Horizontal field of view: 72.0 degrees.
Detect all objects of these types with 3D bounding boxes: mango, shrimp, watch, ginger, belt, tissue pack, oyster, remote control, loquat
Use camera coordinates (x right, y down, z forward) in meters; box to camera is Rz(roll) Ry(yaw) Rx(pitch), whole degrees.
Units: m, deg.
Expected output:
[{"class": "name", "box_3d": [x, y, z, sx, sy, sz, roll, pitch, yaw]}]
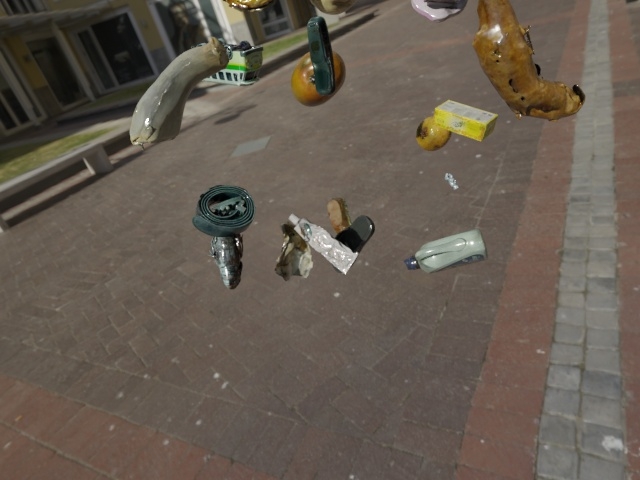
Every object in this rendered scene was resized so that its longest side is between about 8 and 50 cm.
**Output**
[{"class": "mango", "box_3d": [-0.012, -0.599, 1.641, 0.211, 0.173, 0.317, -46, 10, 4]}, {"class": "shrimp", "box_3d": [-0.420, 0.029, 1.901, 0.172, 0.372, 0.137, -9, -10, 5]}, {"class": "watch", "box_3d": [0.355, -0.769, 1.225, 0.211, 0.217, 0.248, 5, 71, 4]}, {"class": "ginger", "box_3d": [0.410, -0.357, 0.906, 0.133, 0.309, 0.107, -45, 17, 12]}, {"class": "belt", "box_3d": [-0.399, -0.115, 1.803, 0.268, 0.206, 0.116, -15, -20, -33]}, {"class": "tissue pack", "box_3d": [0.462, -0.386, 1.415, 0.176, 0.062, 0.095, 28, 47, 29]}, {"class": "oyster", "box_3d": [-0.139, 0.064, 2.123, 0.100, 0.275, 0.271, 11, 81, 38]}, {"class": "remote control", "box_3d": [0.002, -0.547, 1.318, 0.072, 0.221, 0.042, 14, 36, 38]}, {"class": "loquat", "box_3d": [0.479, -0.454, 1.869, 0.163, 0.137, 0.163, -8, -11, -2]}]

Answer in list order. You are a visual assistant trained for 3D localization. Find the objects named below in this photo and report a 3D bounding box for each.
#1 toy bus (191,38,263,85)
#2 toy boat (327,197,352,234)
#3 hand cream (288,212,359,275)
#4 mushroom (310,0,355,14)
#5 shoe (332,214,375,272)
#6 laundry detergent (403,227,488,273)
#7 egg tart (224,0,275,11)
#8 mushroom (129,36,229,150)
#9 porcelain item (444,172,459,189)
[{"class": "toy bus", "box_3d": [-0.367, -0.715, 1.778, 0.276, 0.164, 0.133, 17, 39, 26]}, {"class": "toy boat", "box_3d": [0.101, -0.080, 2.034, 0.108, 0.099, 0.292, -35, 58, 27]}, {"class": "hand cream", "box_3d": [0.001, 0.000, 1.393, 0.084, 0.257, 0.050, -54, -11, 5]}, {"class": "mushroom", "box_3d": [0.003, -0.935, 1.445, 0.315, 0.356, 0.315, -54, 0, 0]}, {"class": "shoe", "box_3d": [0.090, 0.010, 1.558, 0.093, 0.241, 0.108, 1, 44, -45]}, {"class": "laundry detergent", "box_3d": [0.419, 0.045, 1.507, 0.281, 0.105, 0.215, -15, -16, 21]}, {"class": "egg tart", "box_3d": [-0.214, -0.836, 1.309, 0.279, 0.278, 0.095, -9, 32, 17]}, {"class": "mushroom", "box_3d": [-0.297, -0.303, 0.911, 0.278, 0.096, 0.099, -53, 16, 3]}, {"class": "porcelain item", "box_3d": [0.590, -0.268, 1.980, 0.036, 0.083, 0.028, -37, 1, -7]}]
